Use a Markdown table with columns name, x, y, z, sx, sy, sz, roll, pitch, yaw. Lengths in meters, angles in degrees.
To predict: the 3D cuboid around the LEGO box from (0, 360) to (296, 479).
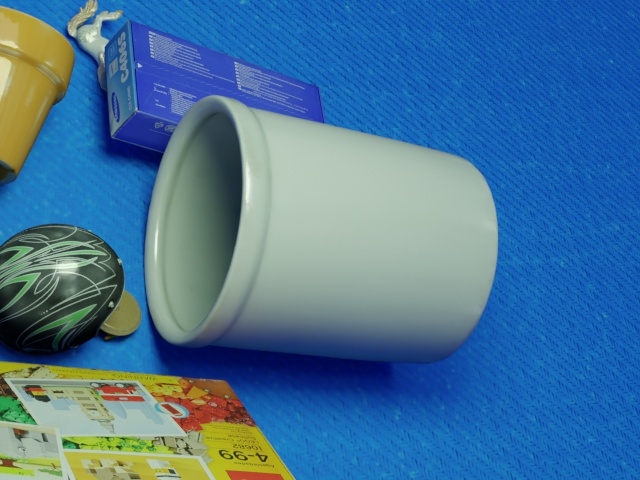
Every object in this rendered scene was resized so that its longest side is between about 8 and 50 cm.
| name | x | y | z | sx | sy | sz | roll | pitch | yaw |
| --- | --- | --- | --- | --- | --- | --- | --- | --- | --- |
| LEGO box | -0.295 | 0.290 | 1.462 | 0.500 | 0.193 | 0.372 | 8 | 18 | -26 |

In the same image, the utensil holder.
| name | x | y | z | sx | sy | sz | roll | pitch | yaw |
| --- | --- | --- | --- | --- | --- | --- | --- | --- | --- |
| utensil holder | 0.000 | 0.000 | 1.864 | 0.385 | 0.327 | 0.327 | 9 | 55 | -26 |

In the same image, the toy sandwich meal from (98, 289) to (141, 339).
| name | x | y | z | sx | sy | sz | roll | pitch | yaw |
| --- | --- | --- | --- | --- | --- | --- | --- | --- | --- |
| toy sandwich meal | -0.279 | 0.098 | 1.831 | 0.085 | 0.029 | 0.085 | 19 | 48 | -22 |

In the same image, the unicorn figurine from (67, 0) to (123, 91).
| name | x | y | z | sx | sy | sz | roll | pitch | yaw |
| --- | --- | --- | --- | --- | --- | --- | --- | --- | --- |
| unicorn figurine | -0.313 | -0.282 | 2.053 | 0.162 | 0.060 | 0.111 | 37 | 61 | 16 |

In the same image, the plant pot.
| name | x | y | z | sx | sy | sz | roll | pitch | yaw |
| --- | --- | --- | --- | --- | --- | --- | --- | --- | --- |
| plant pot | -0.444 | -0.183 | 1.826 | 0.205 | 0.205 | 0.188 | 16 | 68 | -20 |

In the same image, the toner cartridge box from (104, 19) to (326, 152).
| name | x | y | z | sx | sy | sz | roll | pitch | yaw |
| --- | --- | --- | --- | --- | --- | --- | --- | --- | --- |
| toner cartridge box | -0.146 | -0.191 | 2.028 | 0.348 | 0.075 | 0.165 | 16 | 51 | -35 |

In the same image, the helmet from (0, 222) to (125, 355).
| name | x | y | z | sx | sy | sz | roll | pitch | yaw |
| --- | --- | --- | --- | --- | --- | --- | --- | --- | --- |
| helmet | -0.338 | 0.057 | 1.733 | 0.169 | 0.161 | 0.169 | 15 | 53 | -21 |
